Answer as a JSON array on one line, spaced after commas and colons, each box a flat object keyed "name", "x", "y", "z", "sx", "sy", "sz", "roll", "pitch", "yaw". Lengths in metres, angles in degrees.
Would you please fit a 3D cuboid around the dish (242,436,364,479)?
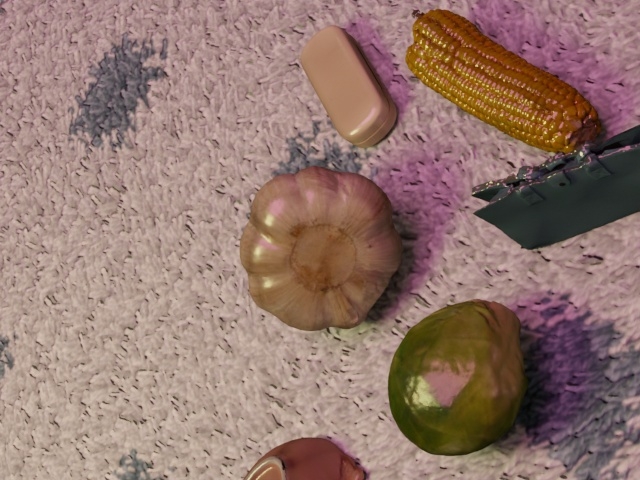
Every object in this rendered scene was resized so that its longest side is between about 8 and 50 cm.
[{"name": "dish", "x": -0.036, "y": 0.342, "z": 1.716, "sx": 0.213, "sy": 0.090, "sz": 0.213, "roll": -17, "pitch": 62, "yaw": 35}]

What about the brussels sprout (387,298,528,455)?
[{"name": "brussels sprout", "x": 0.157, "y": 0.156, "z": 1.598, "sx": 0.161, "sy": 0.143, "sz": 0.181, "roll": -32, "pitch": 29, "yaw": 50}]

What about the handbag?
[{"name": "handbag", "x": 0.293, "y": -0.062, "z": 1.570, "sx": 0.221, "sy": 0.144, "sz": 0.057, "roll": -20, "pitch": 62, "yaw": 31}]

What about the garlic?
[{"name": "garlic", "x": 0.000, "y": 0.000, "z": 1.796, "sx": 0.218, "sy": 0.218, "sz": 0.212, "roll": -50, "pitch": 11, "yaw": 12}]

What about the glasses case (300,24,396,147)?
[{"name": "glasses case", "x": 0.037, "y": -0.212, "z": 1.910, "sx": 0.083, "sy": 0.050, "sz": 0.196, "roll": -39, "pitch": 52, "yaw": 18}]

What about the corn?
[{"name": "corn", "x": 0.217, "y": -0.191, "z": 1.718, "sx": 0.102, "sy": 0.102, "sz": 0.313, "roll": -55, "pitch": 48, "yaw": 8}]
